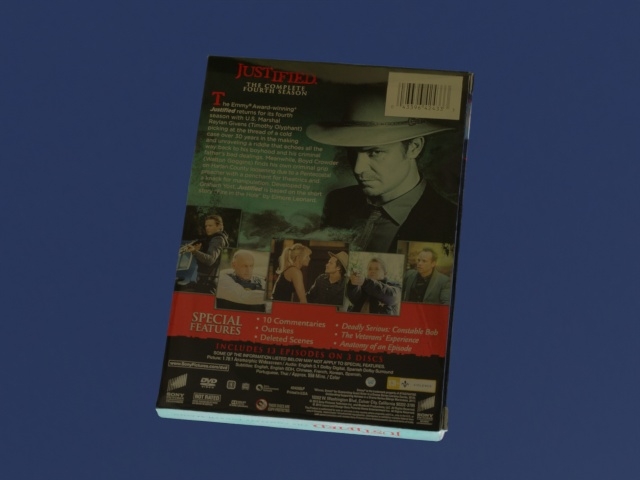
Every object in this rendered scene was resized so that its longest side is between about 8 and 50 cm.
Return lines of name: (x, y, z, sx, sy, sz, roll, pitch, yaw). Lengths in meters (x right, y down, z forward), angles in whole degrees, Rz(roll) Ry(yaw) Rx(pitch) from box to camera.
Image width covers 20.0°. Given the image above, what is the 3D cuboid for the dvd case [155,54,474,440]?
dvd case: (0.000, 0.000, 0.556, 0.087, 0.013, 0.119, 4, -111, 6)
